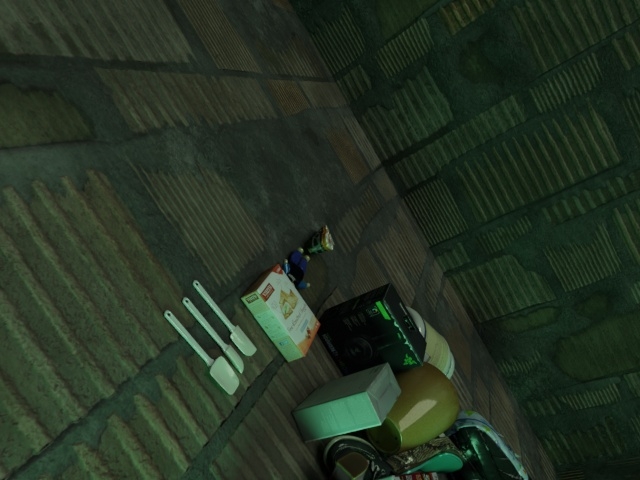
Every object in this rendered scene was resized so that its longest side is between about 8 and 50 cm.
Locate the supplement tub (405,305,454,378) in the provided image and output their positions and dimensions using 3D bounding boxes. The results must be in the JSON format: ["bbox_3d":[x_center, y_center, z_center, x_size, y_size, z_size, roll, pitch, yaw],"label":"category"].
[{"bbox_3d":[0.353,0.420,1.589,0.325,0.236,0.235,43,33,-34],"label":"supplement tub"}]

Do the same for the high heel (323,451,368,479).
[{"bbox_3d":[-0.041,0.612,0.899,0.378,0.181,0.127,1,21,-39],"label":"high heel"}]

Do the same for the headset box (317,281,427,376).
[{"bbox_3d":[0.171,0.302,1.325,0.246,0.283,0.131,60,26,-7],"label":"headset box"}]

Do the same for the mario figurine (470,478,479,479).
[{"bbox_3d":[0.489,0.947,1.424,0.321,0.170,0.197,31,43,-49],"label":"mario figurine"}]

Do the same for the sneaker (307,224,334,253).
[{"bbox_3d":[0.000,0.000,1.534,0.215,0.083,0.084,-58,123,-80],"label":"sneaker"}]

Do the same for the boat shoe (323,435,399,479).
[{"bbox_3d":[0.146,0.647,1.103,0.127,0.113,0.340,-45,112,-17],"label":"boat shoe"}]

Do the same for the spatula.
[{"bbox_3d":[-0.248,0.218,0.958,0.241,0.019,0.168,55,29,-14],"label":"spatula"}]

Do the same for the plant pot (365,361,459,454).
[{"bbox_3d":[0.251,0.512,1.229,0.255,0.237,0.236,-11,75,-50],"label":"plant pot"}]

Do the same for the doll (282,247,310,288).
[{"bbox_3d":[-0.078,0.104,1.330,0.129,0.046,0.189,52,28,-19],"label":"doll"}]

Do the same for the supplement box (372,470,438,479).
[{"bbox_3d":[0.229,0.660,1.035,0.240,0.073,0.130,28,39,-45],"label":"supplement box"}]

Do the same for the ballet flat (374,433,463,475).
[{"bbox_3d":[0.342,0.701,1.417,0.483,0.164,0.181,27,34,-44],"label":"ballet flat"}]

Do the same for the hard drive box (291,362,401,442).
[{"bbox_3d":[0.072,0.426,1.093,0.181,0.232,0.089,-15,79,-62],"label":"hard drive box"}]

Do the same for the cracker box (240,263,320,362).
[{"bbox_3d":[-0.105,0.202,1.169,0.232,0.067,0.155,56,27,-12],"label":"cracker box"}]

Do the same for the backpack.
[{"bbox_3d":[0.630,0.869,1.660,0.355,0.290,0.273,50,20,-9],"label":"backpack"}]
